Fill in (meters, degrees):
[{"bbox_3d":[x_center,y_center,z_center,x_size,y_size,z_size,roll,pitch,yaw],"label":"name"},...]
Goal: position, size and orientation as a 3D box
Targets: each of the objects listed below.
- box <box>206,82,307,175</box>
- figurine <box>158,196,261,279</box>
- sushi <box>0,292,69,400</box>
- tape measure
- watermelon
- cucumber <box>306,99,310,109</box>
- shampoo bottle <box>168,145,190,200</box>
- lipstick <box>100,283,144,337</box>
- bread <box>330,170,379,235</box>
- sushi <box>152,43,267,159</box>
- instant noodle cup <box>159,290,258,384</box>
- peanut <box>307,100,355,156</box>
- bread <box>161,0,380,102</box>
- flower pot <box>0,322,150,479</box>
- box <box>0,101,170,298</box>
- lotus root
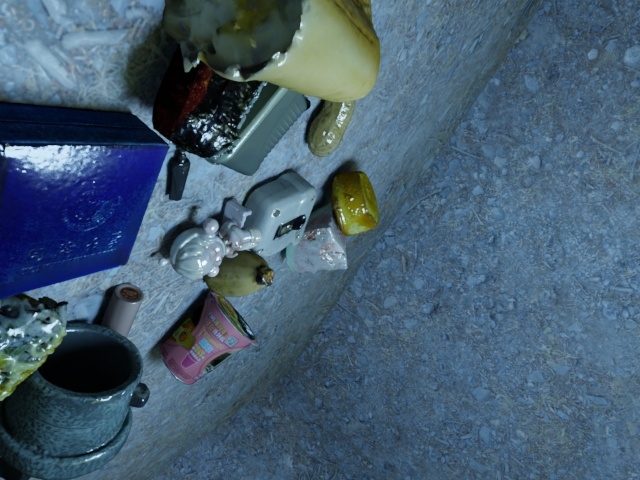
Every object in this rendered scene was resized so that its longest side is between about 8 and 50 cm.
[{"bbox_3d":[-0.140,-0.270,0.902,0.274,0.138,0.178,-48,168,3],"label":"box"},{"bbox_3d":[-0.285,0.006,1.108,0.256,0.145,0.182,-36,178,-44],"label":"figurine"},{"bbox_3d":[-0.566,0.174,0.734,0.274,0.139,0.184,-47,165,-19],"label":"sushi"},{"bbox_3d":[-0.129,-0.067,1.328,0.265,0.130,0.258,-33,158,-42],"label":"tape measure"},{"bbox_3d":[0.000,0.000,1.657,0.310,0.231,0.193,-36,123,-12],"label":"watermelon"},{"bbox_3d":[-0.079,-0.326,1.079,0.184,0.033,0.036,-37,140,-41],"label":"cucumber"},{"bbox_3d":[-0.300,-0.143,0.917,0.048,0.027,0.137,-34,156,-47],"label":"shampoo bottle"},{"bbox_3d":[-0.513,0.223,1.074,0.255,0.070,0.070,-58,161,24],"label":"lipstick"},{"bbox_3d":[0.128,-0.145,1.624,0.145,0.269,0.268,-14,172,19],"label":"bread"},{"bbox_3d":[-0.187,-0.257,0.740,0.126,0.136,0.225,24,86,-48],"label":"sushi"},{"bbox_3d":[-0.374,0.329,1.414,0.255,0.244,0.244,-39,161,-6],"label":"instant noodle cup"},{"bbox_3d":[0.031,-0.336,1.217,0.108,0.095,0.226,-29,152,-57],"label":"peanut"},{"bbox_3d":[-0.053,-0.377,0.611,0.394,0.250,0.362,-16,109,-64],"label":"bread"},{"bbox_3d":[-0.539,0.361,0.959,0.283,0.299,0.299,-63,160,15],"label":"flower pot"},{"bbox_3d":[-0.412,-0.060,0.684,0.261,0.116,0.279,-22,149,-58],"label":"box"},{"bbox_3d":[-0.247,0.090,1.264,0.154,0.256,0.140,-36,119,-52],"label":"lotus root"}]
